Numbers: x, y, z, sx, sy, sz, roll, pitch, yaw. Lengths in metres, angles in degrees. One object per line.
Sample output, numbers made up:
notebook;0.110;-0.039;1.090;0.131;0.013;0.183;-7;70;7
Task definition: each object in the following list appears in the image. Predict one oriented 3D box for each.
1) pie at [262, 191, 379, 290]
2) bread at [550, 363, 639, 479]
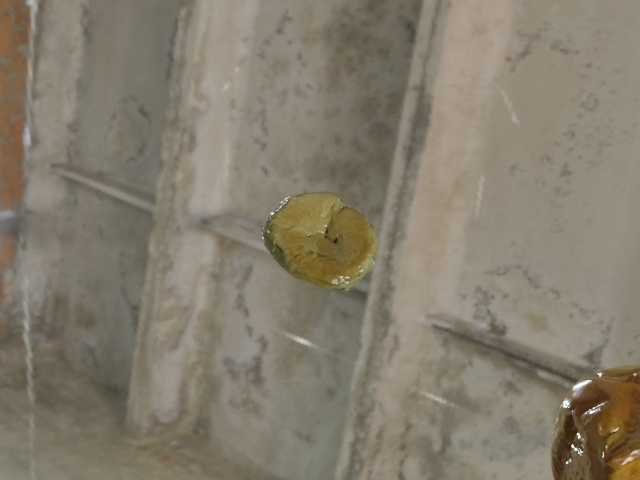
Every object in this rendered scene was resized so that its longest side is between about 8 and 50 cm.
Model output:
pie;0.000;0.000;0.683;0.084;0.084;0.020;52;-30;24
bread;0.379;0.197;0.924;0.132;0.294;0.166;-106;-169;-66
